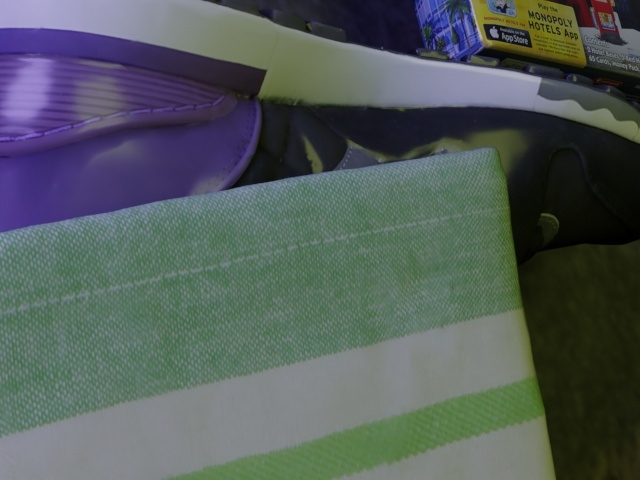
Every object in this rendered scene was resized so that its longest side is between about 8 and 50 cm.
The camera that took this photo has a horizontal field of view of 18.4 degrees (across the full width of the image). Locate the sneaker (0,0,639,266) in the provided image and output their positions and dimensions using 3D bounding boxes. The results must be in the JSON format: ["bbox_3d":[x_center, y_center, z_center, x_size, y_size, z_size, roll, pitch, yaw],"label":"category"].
[{"bbox_3d":[0.000,0.000,0.650,0.283,0.107,0.124,8,81,-36],"label":"sneaker"}]

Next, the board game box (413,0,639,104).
[{"bbox_3d":[0.087,-0.139,0.795,0.194,0.060,0.194,6,63,-44],"label":"board game box"}]

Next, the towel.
[{"bbox_3d":[-0.012,0.148,0.537,0.248,0.038,0.324,-10,91,-43],"label":"towel"}]
